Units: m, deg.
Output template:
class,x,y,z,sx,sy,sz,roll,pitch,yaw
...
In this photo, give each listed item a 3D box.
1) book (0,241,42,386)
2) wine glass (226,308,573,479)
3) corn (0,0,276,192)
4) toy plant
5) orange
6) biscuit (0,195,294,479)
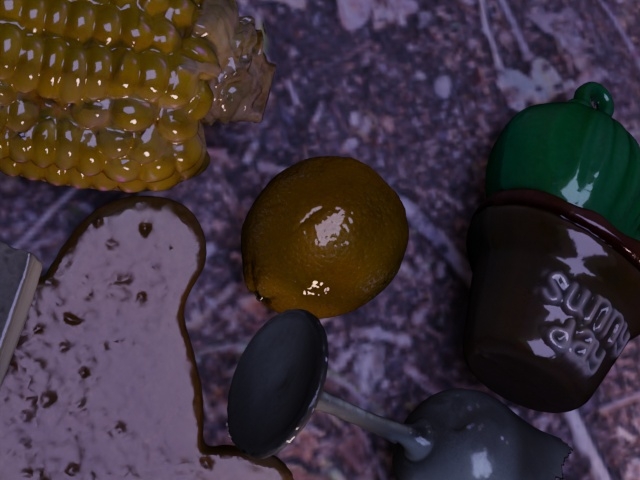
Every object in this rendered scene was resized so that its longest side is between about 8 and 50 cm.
class,x,y,z,sx,sy,sz,roll,pitch,yaw
book,-0.250,0.044,0.560,0.199,0.016,0.138,17,81,2
wine glass,0.050,0.106,0.610,0.196,0.079,0.079,27,76,-32
corn,-0.191,-0.101,0.568,0.347,0.130,0.130,8,81,-13
toy plant,0.150,-0.001,0.669,0.143,0.105,0.200,36,63,-18
orange,0.000,0.000,0.632,0.095,0.085,0.085,-40,95,-9
biscuit,-0.112,0.139,0.600,0.197,0.049,0.301,-18,87,-9
